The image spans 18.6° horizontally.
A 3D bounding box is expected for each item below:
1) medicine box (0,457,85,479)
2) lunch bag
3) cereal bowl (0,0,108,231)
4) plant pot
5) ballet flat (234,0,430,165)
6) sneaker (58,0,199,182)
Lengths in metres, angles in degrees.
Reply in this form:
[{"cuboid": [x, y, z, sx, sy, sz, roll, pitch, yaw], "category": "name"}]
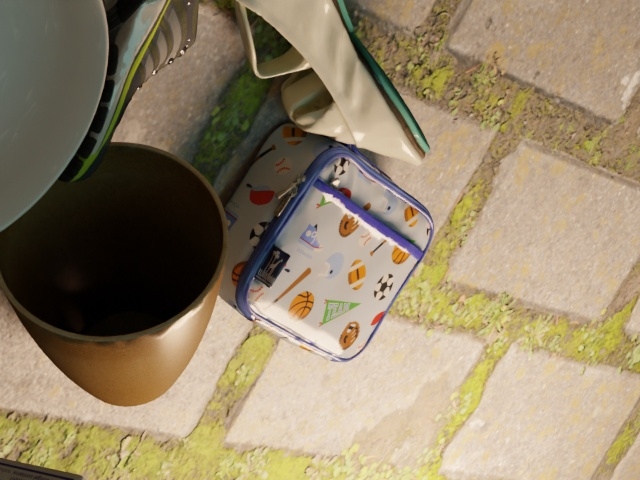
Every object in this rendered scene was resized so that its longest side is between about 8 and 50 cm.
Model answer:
[{"cuboid": [-0.391, 0.362, 1.964, 0.149, 0.263, 0.289, 74, 33, -48], "category": "medicine box"}, {"cuboid": [0.000, 0.000, 2.307, 0.243, 0.115, 0.303, -56, 145, 0], "category": "lunch bag"}, {"cuboid": [-0.365, -0.155, 1.755, 0.339, 0.141, 0.339, -29, 137, -31], "category": "cereal bowl"}, {"cuboid": [-0.210, 0.063, 2.061, 0.237, 0.237, 0.254, -37, 155, -21], "category": "plant pot"}, {"cuboid": [-0.006, -0.201, 2.143, 0.139, 0.139, 0.400, -45, 139, -10], "category": "ballet flat"}, {"cuboid": [-0.187, -0.188, 1.955, 0.121, 0.111, 0.300, 8, 115, -54], "category": "sneaker"}]
